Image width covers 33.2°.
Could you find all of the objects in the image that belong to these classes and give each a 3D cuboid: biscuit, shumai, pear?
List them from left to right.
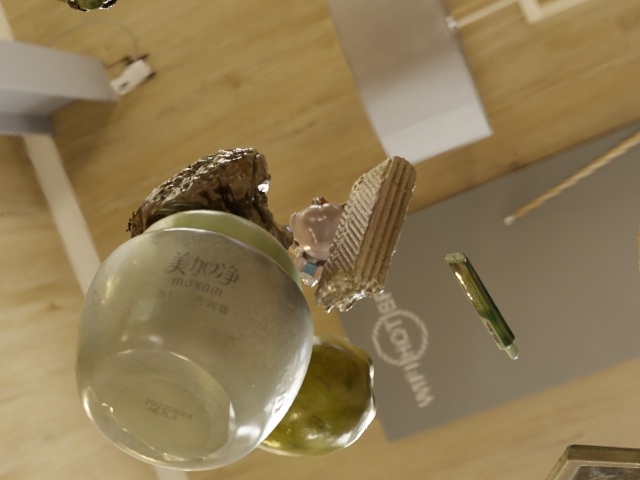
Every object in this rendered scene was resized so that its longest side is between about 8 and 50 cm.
[{"bbox_3d":[-0.145,-0.025,1.627,0.218,0.184,0.185,-23,-119,-41],"label":"shumai"},{"bbox_3d":[-0.042,0.300,2.110,0.253,0.307,0.253,1,-90,-88],"label":"pear"},{"bbox_3d":[0.067,-0.009,1.553,0.061,0.108,0.239,34,-125,-20],"label":"biscuit"}]

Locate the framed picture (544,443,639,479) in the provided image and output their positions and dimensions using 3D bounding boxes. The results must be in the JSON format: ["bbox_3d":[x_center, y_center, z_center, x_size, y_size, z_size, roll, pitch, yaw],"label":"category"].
[{"bbox_3d":[0.374,0.306,1.263,0.324,0.240,0.020,94,179,-60],"label":"framed picture"}]

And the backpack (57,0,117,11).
[{"bbox_3d":[-0.363,-0.455,1.665,0.140,0.207,0.253,98,-168,-47],"label":"backpack"}]

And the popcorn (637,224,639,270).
[{"bbox_3d":[0.721,0.009,1.743,0.344,0.390,0.354,-56,-22,-52],"label":"popcorn"}]

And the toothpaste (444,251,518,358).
[{"bbox_3d":[0.264,0.104,1.719,0.031,0.049,0.204,-39,-76,-29],"label":"toothpaste"}]

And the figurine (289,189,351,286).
[{"bbox_3d":[0.000,0.000,1.976,0.137,0.229,0.112,31,-139,3],"label":"figurine"}]

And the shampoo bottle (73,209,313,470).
[{"bbox_3d":[-0.174,0.140,1.473,0.322,0.322,0.317,58,-150,-32],"label":"shampoo bottle"}]
